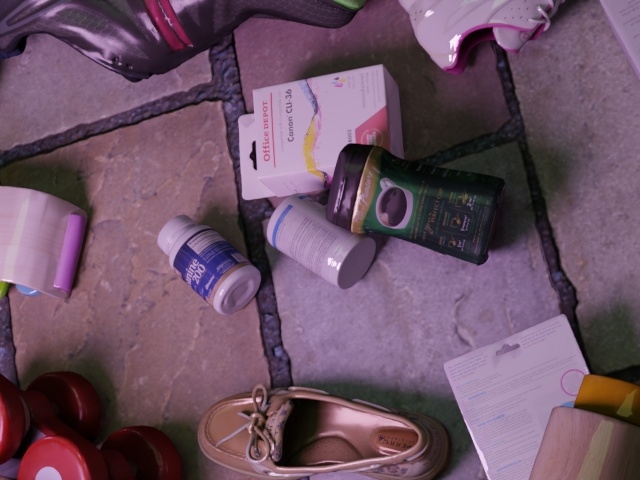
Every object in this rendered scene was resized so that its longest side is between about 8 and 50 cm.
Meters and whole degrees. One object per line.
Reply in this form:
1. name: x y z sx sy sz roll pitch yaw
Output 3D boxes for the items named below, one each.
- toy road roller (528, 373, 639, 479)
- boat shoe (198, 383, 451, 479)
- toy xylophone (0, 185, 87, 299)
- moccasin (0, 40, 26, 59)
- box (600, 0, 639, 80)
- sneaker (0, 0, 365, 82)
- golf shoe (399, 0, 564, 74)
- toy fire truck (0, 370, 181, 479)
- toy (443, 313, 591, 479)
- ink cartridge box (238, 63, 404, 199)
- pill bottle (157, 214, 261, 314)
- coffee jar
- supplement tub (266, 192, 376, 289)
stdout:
1. toy road roller: 0.349 0.270 1.452 0.241 0.329 0.202 8 74 46
2. boat shoe: -0.007 0.201 1.738 0.285 0.089 0.104 -1 72 21
3. toy xylophone: -0.449 0.022 1.971 0.323 0.081 0.236 14 77 24
4. moccasin: -0.378 -0.390 2.077 0.117 0.138 0.342 11 90 19
5. box: 0.393 -0.206 1.727 0.130 0.091 0.170 -27 65 10
6. sneaker: -0.179 -0.292 1.950 0.483 0.185 0.202 4 116 12
7. golf shoe: 0.241 -0.287 1.814 0.306 0.115 0.140 -22 76 19
8. toy fire truck: -0.316 0.291 1.798 0.302 0.169 0.254 31 103 28
9. toy: 0.233 0.212 1.664 0.137 0.056 0.237 -23 70 8
10. ink cartridge box: -0.010 -0.120 1.862 0.198 0.067 0.115 -10 69 17
11. pill bottle: -0.129 0.025 1.858 0.120 0.067 0.067 41 89 27
12. coffee jar: 0.101 -0.042 1.757 0.184 0.079 0.096 16 109 8
13. supplement tub: 0.000 0.000 1.816 0.107 0.071 0.071 34 86 27
